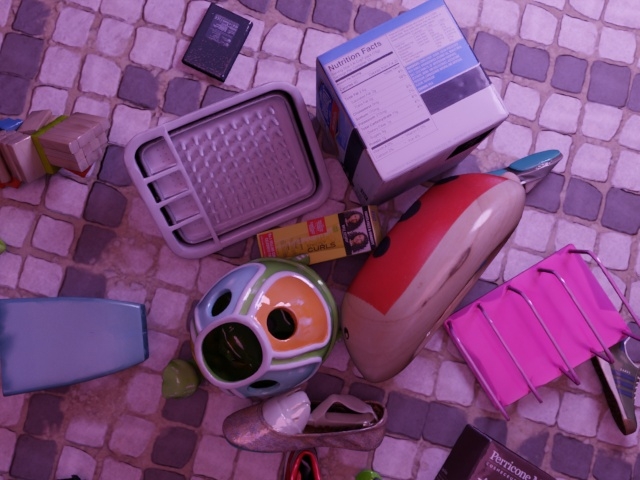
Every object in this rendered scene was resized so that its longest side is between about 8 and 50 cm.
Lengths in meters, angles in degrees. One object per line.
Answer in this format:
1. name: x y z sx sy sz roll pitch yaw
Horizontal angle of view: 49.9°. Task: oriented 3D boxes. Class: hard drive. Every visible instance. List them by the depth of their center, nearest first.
1. hard drive: -0.207 -0.396 1.380 0.094 0.022 0.135 26 84 1

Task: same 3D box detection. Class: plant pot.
1. plant pot: -0.439 0.180 1.258 0.235 0.166 0.165 -5 85 -10

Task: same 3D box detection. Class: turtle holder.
1. turtle holder: -0.137 0.160 1.213 0.321 0.227 0.243 -2 102 20

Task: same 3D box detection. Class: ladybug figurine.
1. ladybug figurine: 0.190 0.044 1.224 0.162 0.305 0.449 38 81 16

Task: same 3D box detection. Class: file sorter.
1. file sorter: 0.398 0.165 1.241 0.291 0.182 0.202 -32 85 6

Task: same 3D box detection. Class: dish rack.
1. dish rack: -0.166 -0.135 1.278 0.333 0.072 0.285 -22 126 -3

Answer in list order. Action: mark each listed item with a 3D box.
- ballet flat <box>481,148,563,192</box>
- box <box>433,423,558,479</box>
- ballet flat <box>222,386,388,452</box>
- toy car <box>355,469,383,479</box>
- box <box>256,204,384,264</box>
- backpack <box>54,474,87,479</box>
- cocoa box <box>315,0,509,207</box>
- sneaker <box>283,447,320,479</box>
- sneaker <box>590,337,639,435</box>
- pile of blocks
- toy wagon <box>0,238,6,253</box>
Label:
1. ballet flat: 0.379 -0.118 1.361 0.213 0.072 0.068 -19 113 -3
2. box: 0.303 0.473 1.245 0.169 0.167 0.203 32 85 1
3. ballet flat: -0.017 0.316 1.239 0.316 0.107 0.106 7 124 -27
4. toy car: 0.124 0.533 1.263 0.053 0.239 0.224 9 55 -42
5. box: 0.000 0.000 1.291 0.233 0.058 0.087 -13 86 22
6. backpack: -0.556 0.545 1.182 0.264 0.276 0.213 5 98 2
7. cocoa box: 0.138 -0.221 1.213 0.232 0.347 0.227 -28 86 -3
8. sneaker: -0.046 0.482 1.253 0.087 0.128 0.221 2 83 -1
9. sneaker: 0.588 0.270 1.323 0.086 0.064 0.192 -19 83 2
10. pile of blocks: -0.572 -0.165 1.322 0.363 0.148 0.112 -2 128 7
11. toy wagon: -0.779 0.019 1.304 0.267 0.068 0.344 -44 87 -5
